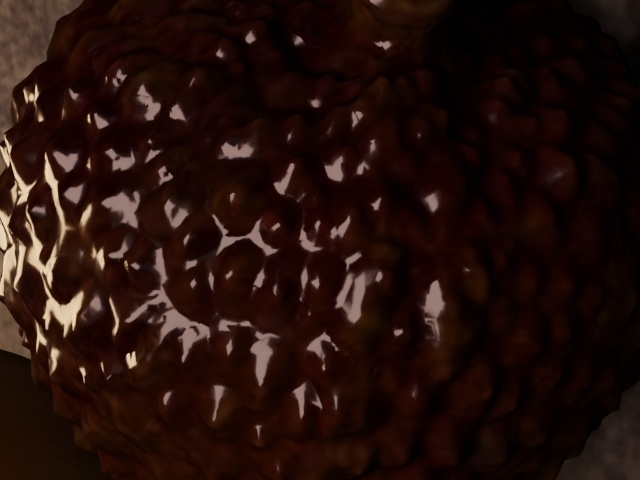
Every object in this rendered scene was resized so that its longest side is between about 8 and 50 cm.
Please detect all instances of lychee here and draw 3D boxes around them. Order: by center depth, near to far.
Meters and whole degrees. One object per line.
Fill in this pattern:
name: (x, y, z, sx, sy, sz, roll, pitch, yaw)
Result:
lychee: (0.000, 0.000, 0.546, 0.236, 0.236, 0.271, 57, 145, 22)

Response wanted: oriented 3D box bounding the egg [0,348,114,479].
egg: (-0.154, 0.211, 0.661, 0.282, 0.283, 0.351, -32, 83, 39)
